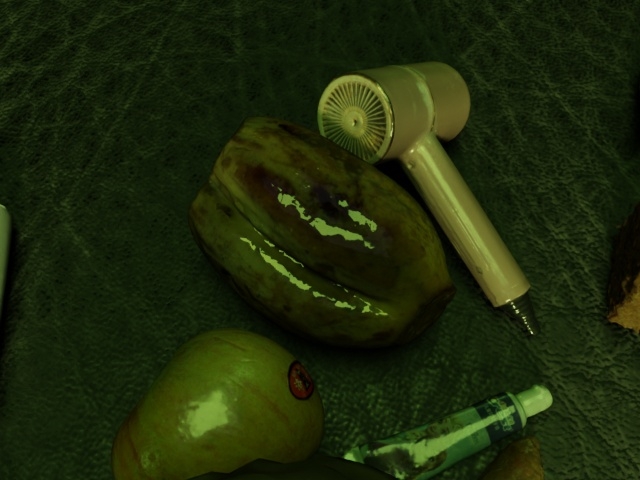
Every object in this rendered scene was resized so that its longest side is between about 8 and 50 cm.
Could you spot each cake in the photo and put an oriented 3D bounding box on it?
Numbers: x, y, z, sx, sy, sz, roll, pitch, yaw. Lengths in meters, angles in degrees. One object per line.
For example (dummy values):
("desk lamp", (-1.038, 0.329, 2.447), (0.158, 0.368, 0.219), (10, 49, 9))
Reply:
("cake", (0.390, 0.028, 0.665), (0.147, 0.135, 0.135), (14, 60, 9))

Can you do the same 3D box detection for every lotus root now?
("lotus root", (-0.005, 0.005, 0.668), (0.291, 0.193, 0.193), (33, 67, 11))

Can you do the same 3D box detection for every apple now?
("apple", (-0.086, 0.170, 0.580), (0.155, 0.182, 0.182), (38, 67, -4))

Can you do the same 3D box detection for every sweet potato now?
("sweet potato", (0.152, 0.273, 0.584), (0.065, 0.051, 0.218), (23, 64, 11))

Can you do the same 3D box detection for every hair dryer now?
("hair dryer", (0.152, -0.047, 0.736), (0.189, 0.106, 0.344), (-22, 79, -48))

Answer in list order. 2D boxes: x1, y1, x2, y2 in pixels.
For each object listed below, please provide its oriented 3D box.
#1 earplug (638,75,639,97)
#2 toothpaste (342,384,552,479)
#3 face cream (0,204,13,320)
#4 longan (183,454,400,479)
("earplug", (0.502, -0.146, 0.772), (0.257, 0.164, 0.280), (-20, 70, -51))
("toothpaste", (0.129, 0.196, 0.638), (0.216, 0.037, 0.062), (-22, 64, -5))
("face cream", (-0.395, 0.086, 0.689), (0.107, 0.073, 0.269), (-6, 61, 4))
("longan", (-0.027, 0.353, 0.355), (0.404, 0.404, 0.436), (24, 63, 14))
